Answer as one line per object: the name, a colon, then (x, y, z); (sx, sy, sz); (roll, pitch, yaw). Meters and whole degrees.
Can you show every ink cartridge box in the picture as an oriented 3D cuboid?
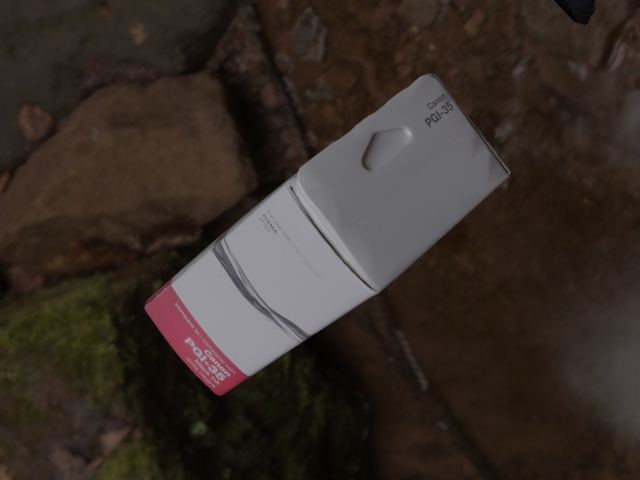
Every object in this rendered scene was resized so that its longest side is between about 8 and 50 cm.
ink cartridge box: (0.000, 0.000, 1.225); (0.117, 0.207, 0.283); (52, 142, -1)

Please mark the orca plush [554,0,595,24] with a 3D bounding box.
orca plush: (0.220, -0.250, 0.807); (0.151, 0.102, 0.287); (31, 93, -9)
